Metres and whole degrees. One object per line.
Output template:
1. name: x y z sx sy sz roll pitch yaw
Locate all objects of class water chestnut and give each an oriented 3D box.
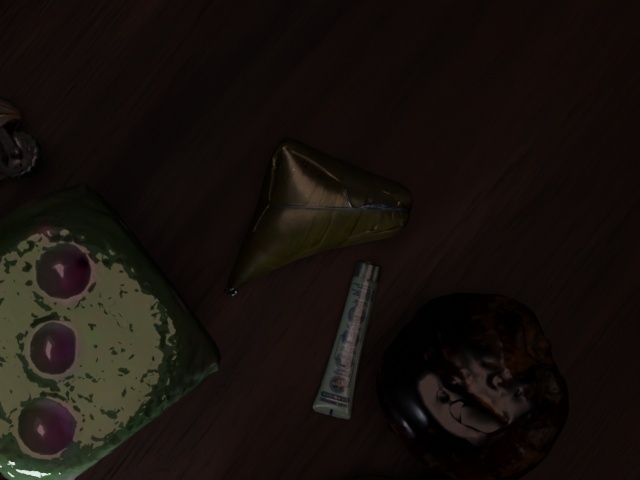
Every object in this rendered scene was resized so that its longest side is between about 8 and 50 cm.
1. water chestnut: 0.212 0.215 1.736 0.289 0.244 0.289 1 78 -3

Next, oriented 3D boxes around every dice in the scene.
1. dice: -0.348 0.132 1.652 0.322 0.318 0.330 -36 90 -6

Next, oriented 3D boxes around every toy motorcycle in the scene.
1. toy motorcycle: -0.520 -0.137 1.776 0.229 0.094 0.130 -10 83 8

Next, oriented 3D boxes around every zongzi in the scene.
1. zongzi: 0.000 0.000 1.797 0.228 0.115 0.256 22 91 -7

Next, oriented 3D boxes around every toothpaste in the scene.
1. toothpaste: 0.046 0.149 1.824 0.062 0.039 0.239 14 87 1

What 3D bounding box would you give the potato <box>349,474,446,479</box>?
1. potato: 0.115 0.424 1.755 0.262 0.165 0.165 2 86 -1
